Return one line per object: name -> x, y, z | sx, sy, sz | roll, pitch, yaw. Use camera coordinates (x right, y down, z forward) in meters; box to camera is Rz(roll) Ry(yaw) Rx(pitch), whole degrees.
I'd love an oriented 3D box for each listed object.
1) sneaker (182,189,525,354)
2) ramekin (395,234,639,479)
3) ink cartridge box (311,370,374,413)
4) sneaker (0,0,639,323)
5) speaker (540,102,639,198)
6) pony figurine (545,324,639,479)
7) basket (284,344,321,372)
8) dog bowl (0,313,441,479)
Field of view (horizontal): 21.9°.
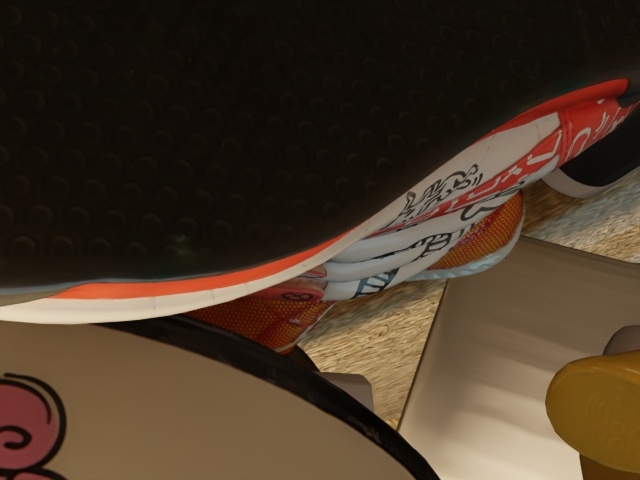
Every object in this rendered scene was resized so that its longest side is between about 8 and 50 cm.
sneaker -> 0.000, 0.000, 0.716 | 0.175, 0.064, 0.067 | -25, 143, 9
ramekin -> 0.113, 0.126, 1.008 | 0.135, 0.277, 0.277 | 19, 171, 5
ink cartridge box -> -0.094, 0.120, 0.743 | 0.201, 0.117, 0.278 | -5, 173, 11
sneaker -> -0.028, -0.018, 0.419 | 0.270, 0.090, 0.145 | -20, 167, -36
speaker -> 0.137, -0.067, 0.653 | 0.055, 0.055, 0.136 | -17, 168, -36
pony figurine -> 0.278, 0.051, 0.661 | 0.363, 0.351, 0.303 | -48, 157, -53
basket -> -0.115, 0.164, 1.011 | 0.227, 0.154, 0.204 | -16, 165, -23
dog bowl -> -0.138, 0.200, 0.511 | 0.408, 0.150, 0.408 | -4, 134, -4
